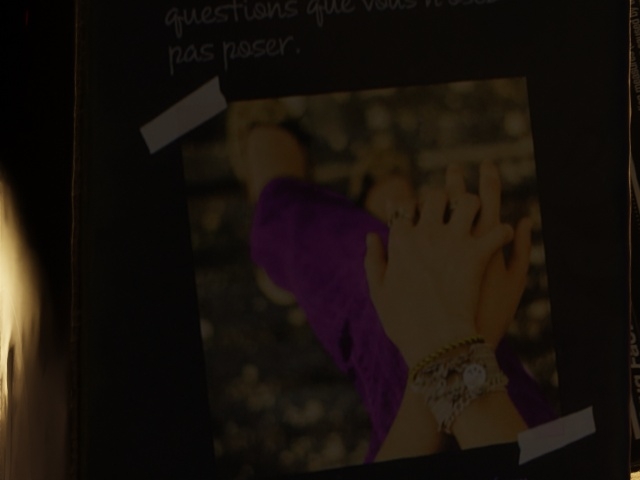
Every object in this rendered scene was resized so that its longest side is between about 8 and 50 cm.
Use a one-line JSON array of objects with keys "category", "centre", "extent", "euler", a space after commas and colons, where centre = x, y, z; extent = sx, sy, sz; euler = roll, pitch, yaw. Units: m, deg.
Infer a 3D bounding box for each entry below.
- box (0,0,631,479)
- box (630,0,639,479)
[{"category": "box", "centre": [-0.013, 0.036, 0.526], "extent": [0.143, 0.165, 0.270], "euler": [1, -92, -17]}, {"category": "box", "centre": [0.263, -0.039, 1.032], "extent": [0.294, 0.183, 0.296], "euler": [-13, -106, 10]}]
